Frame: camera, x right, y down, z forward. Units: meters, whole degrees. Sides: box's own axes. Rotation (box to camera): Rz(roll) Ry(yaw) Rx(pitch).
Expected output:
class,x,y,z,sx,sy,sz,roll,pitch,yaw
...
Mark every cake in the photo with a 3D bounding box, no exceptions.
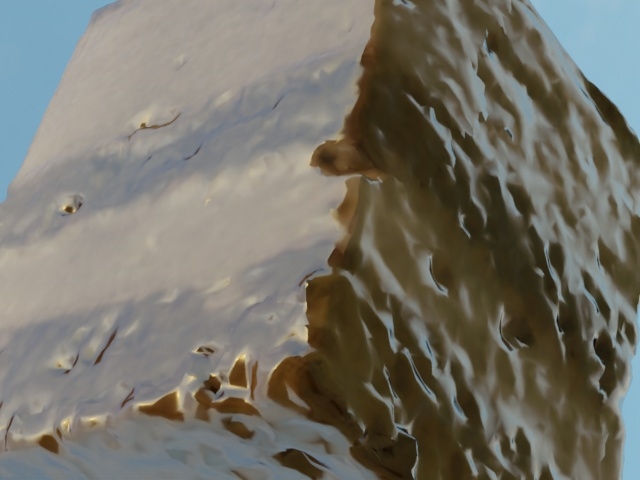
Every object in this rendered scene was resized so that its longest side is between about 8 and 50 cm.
class,x,y,z,sx,sy,sz,roll,pitch,yaw
cake,0.000,0.000,0.516,0.199,0.196,0.293,41,-133,-35
